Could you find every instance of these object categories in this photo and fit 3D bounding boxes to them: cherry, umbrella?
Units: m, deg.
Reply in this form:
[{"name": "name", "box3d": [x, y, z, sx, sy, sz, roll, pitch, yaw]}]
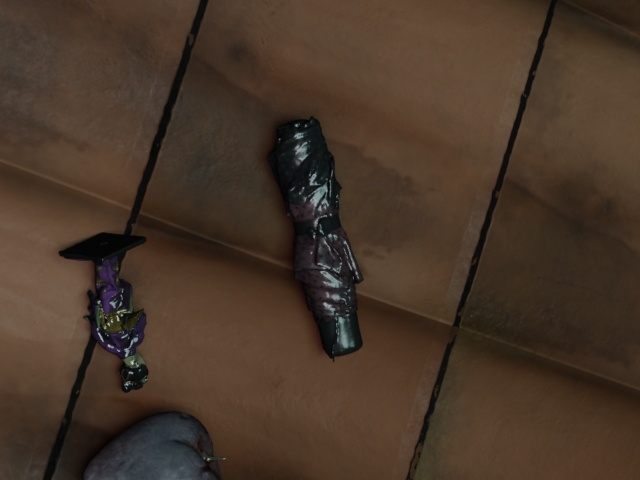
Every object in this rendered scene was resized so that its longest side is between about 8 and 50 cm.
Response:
[{"name": "cherry", "box3d": [-0.200, 0.299, 1.772, 0.176, 0.176, 0.140, -42, 135, -18]}, {"name": "umbrella", "box3d": [0.000, 0.000, 1.890, 0.090, 0.094, 0.326, -14, 97, -9]}]

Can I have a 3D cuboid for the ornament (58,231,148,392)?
[{"name": "ornament", "box3d": [-0.249, 0.089, 1.796, 0.081, 0.088, 0.203, -37, 121, -44]}]
